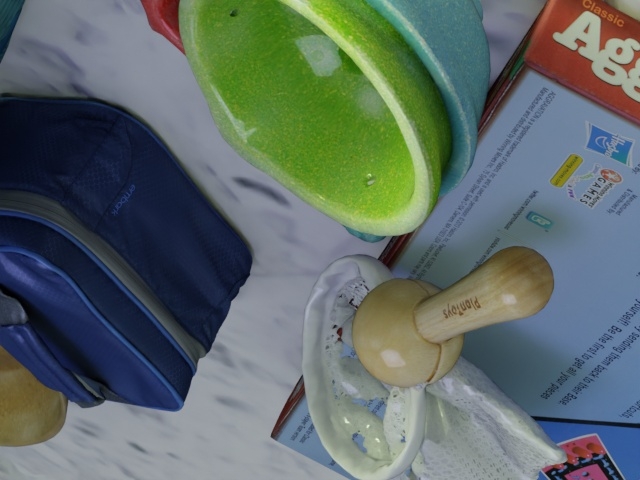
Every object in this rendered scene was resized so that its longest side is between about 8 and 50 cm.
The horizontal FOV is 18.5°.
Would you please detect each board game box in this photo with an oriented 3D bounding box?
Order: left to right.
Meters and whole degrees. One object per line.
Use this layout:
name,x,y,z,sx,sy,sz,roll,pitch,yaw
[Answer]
board game box,0.080,0.038,0.545,0.145,0.027,0.281,29,155,-1

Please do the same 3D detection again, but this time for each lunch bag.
lunch bag,-0.071,0.011,0.594,0.067,0.065,0.098,4,146,39

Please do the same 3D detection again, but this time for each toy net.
toy net,0.000,0.000,0.478,0.122,0.045,0.232,28,151,29

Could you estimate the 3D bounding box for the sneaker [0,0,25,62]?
sneaker,-0.185,-0.072,0.486,0.208,0.127,0.319,28,145,-7

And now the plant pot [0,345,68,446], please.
plant pot,-0.193,0.001,0.733,0.236,0.032,0.236,22,154,12
